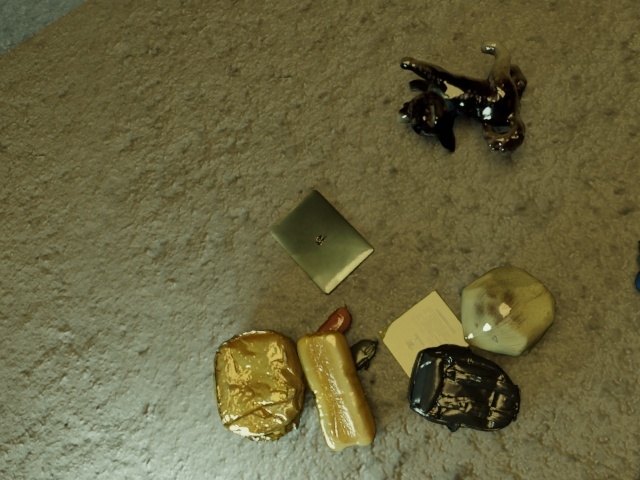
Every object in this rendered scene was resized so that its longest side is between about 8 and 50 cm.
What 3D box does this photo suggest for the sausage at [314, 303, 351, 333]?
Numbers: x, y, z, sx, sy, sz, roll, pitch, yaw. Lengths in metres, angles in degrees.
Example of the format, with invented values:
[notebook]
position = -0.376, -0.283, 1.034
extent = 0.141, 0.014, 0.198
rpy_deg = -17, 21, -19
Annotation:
[sausage]
position = 0.025, 0.244, 1.570
extent = 0.065, 0.065, 0.169
rpy_deg = 42, 90, 24

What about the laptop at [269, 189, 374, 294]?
[laptop]
position = 0.000, 0.000, 1.672
extent = 0.187, 0.015, 0.269
rpy_deg = -44, 67, 1

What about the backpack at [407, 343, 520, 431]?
[backpack]
position = 0.342, 0.356, 1.402
extent = 0.258, 0.133, 0.206
rpy_deg = 13, 87, 11

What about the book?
[book]
position = 0.269, 0.248, 1.514
extent = 0.192, 0.013, 0.168
rpy_deg = -37, 67, 4

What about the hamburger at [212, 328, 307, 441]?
[hamburger]
position = -0.160, 0.379, 1.547
extent = 0.260, 0.144, 0.283
rpy_deg = -6, 69, 13

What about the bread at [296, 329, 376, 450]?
[bread]
position = 0.043, 0.371, 1.482
extent = 0.142, 0.091, 0.305
rpy_deg = -19, 85, 16

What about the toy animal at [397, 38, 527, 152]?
[toy animal]
position = 0.369, -0.351, 1.562
extent = 0.344, 0.194, 0.302
rpy_deg = -7, 67, 21

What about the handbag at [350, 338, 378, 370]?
[handbag]
position = 0.107, 0.296, 1.533
extent = 0.111, 0.047, 0.072
rpy_deg = -41, 63, 3

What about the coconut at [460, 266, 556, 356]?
[coconut]
position = 0.432, 0.174, 1.387
extent = 0.224, 0.224, 0.224
rpy_deg = -5, 73, 16

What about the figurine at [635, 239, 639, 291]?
[figurine]
position = 0.772, 0.061, 1.376
extent = 0.077, 0.079, 0.136
rpy_deg = -25, 66, 55
